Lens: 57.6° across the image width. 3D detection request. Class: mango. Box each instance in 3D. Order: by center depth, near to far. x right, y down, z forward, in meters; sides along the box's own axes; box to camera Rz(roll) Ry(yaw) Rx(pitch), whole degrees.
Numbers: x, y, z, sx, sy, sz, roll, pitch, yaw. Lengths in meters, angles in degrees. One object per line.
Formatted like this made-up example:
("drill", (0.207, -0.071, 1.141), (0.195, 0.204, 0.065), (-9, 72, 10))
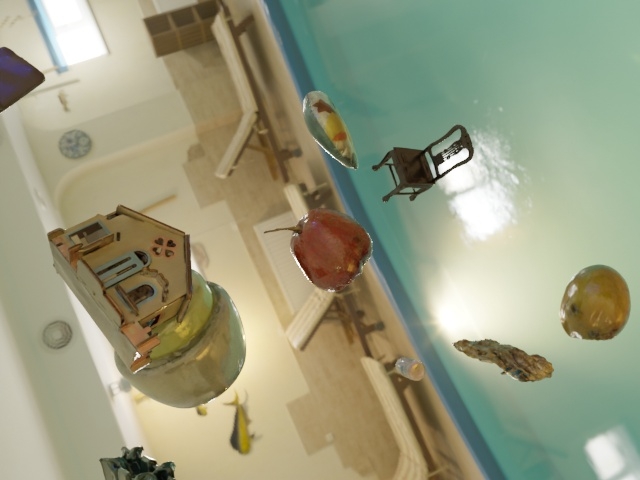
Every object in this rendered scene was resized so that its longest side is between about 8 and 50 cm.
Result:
("mango", (0.593, 0.136, 1.263), (0.262, 0.130, 0.167), (19, -93, -69))

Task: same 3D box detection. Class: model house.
("model house", (-0.375, 0.070, 1.217), (0.326, 0.244, 0.169), (47, 139, 15))

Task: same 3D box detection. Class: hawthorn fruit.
("hawthorn fruit", (0.000, 0.000, 1.165), (0.203, 0.162, 0.162), (38, 171, -9))

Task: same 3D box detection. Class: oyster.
("oyster", (0.466, 0.306, 1.530), (0.214, 0.223, 0.083), (168, 123, -78))

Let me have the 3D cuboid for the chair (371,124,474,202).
("chair", (0.245, -0.190, 1.408), (0.229, 0.113, 0.106), (-40, 60, 48))

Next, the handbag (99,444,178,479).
("handbag", (-0.299, 0.503, 1.032), (0.326, 0.089, 0.238), (-12, 92, 57))

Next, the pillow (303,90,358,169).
("pillow", (0.028, -0.295, 1.542), (0.214, 0.086, 0.233), (52, -167, -24))

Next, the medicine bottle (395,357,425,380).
("medicine bottle", (0.238, 0.339, 1.545), (0.052, 0.052, 0.089), (68, 163, -5))

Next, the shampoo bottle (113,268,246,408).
("shampoo bottle", (-0.354, 0.252, 1.479), (0.322, 0.322, 0.317), (47, 164, 57))

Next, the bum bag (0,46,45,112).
("bum bag", (-0.571, -0.271, 1.007), (0.109, 0.159, 0.026), (35, 149, 4))
